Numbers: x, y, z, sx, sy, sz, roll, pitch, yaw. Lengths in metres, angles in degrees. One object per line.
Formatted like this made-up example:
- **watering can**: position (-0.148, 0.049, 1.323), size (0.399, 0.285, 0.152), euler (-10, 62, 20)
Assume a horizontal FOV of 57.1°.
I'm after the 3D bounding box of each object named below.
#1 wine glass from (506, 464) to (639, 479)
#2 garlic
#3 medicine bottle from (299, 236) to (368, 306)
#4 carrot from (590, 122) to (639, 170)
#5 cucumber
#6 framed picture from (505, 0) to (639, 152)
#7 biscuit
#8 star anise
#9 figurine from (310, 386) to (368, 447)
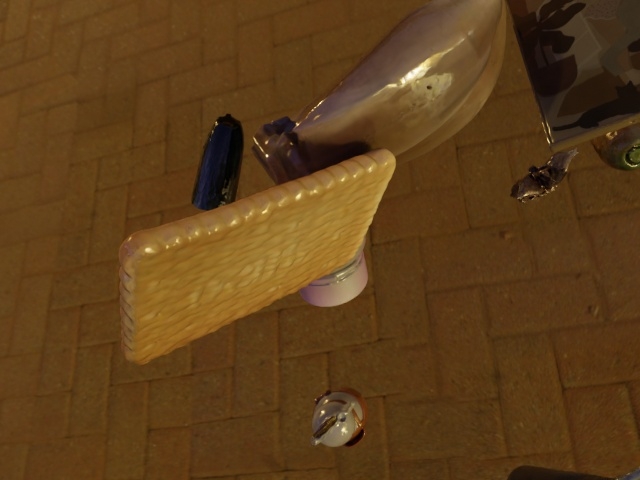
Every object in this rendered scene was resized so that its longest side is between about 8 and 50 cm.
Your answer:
- **wine glass**: position (0.606, 0.482, 1.173), size (0.406, 0.267, 0.267), euler (-52, 56, 31)
- **garlic**: position (0.067, -0.144, 0.633), size (0.325, 0.279, 0.132), euler (-36, 101, -7)
- **medicine bottle**: position (0.000, 0.000, 1.541), size (0.241, 0.302, 0.241), euler (-11, 36, 9)
- **carrot**: position (0.409, -0.198, 0.894), size (0.078, 0.078, 0.298), euler (-24, 32, 11)
- **cucumber**: position (-0.107, -0.085, 0.643), size (0.048, 0.048, 0.105), euler (23, 106, 27)
- **framed picture**: position (0.234, -0.171, 0.479), size (0.136, 0.010, 0.201), euler (-20, 50, 26)
- **biscuit**: position (-0.049, 0.009, 0.493), size (0.250, 0.160, 0.030), euler (-24, 61, -32)
- **star anise**: position (0.380, -0.111, 0.992), size (0.129, 0.124, 0.056), euler (-38, 88, 14)
- **figurine**: position (0.034, 0.417, 1.389), size (0.143, 0.271, 0.143), euler (-8, 70, 22)
